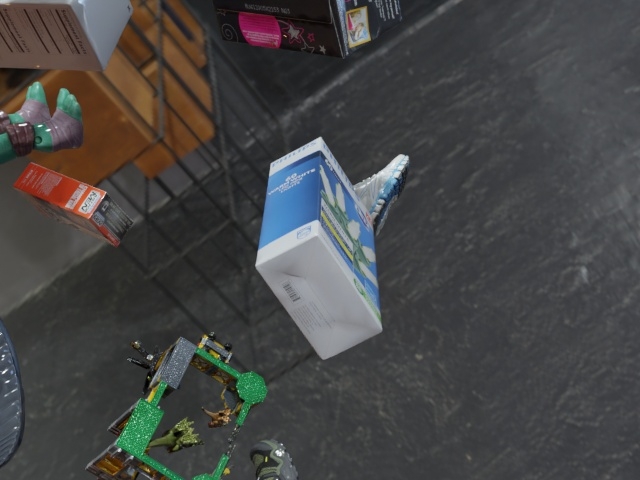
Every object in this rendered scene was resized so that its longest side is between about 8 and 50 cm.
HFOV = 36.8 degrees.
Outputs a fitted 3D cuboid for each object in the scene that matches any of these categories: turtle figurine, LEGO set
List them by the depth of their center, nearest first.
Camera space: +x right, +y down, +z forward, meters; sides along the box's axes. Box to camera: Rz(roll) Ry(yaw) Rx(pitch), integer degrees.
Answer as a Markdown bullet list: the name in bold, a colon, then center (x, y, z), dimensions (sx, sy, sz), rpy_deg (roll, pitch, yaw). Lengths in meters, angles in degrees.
- **turtle figurine**: center (-0.347, -0.092, 0.880), dimensions (0.234, 0.118, 0.175), rpy_deg (-19, 42, -36)
- **LEGO set**: center (-0.262, 0.343, 1.724), dimensions (0.192, 0.255, 0.331), rpy_deg (-41, 27, 49)

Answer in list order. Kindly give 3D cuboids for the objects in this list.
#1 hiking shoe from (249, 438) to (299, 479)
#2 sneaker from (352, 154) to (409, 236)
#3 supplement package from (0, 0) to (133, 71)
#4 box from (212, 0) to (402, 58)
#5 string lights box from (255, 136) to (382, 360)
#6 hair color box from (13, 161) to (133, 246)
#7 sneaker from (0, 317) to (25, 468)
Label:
- **hiking shoe**: center (-0.084, 0.394, 1.486), dimensions (0.114, 0.086, 0.227), rpy_deg (-19, 30, -15)
- **sneaker**: center (0.096, -0.093, 1.694), dimensions (0.083, 0.071, 0.190), rpy_deg (19, 49, 18)
- **supplement package**: center (-0.427, -0.348, 1.427), dimensions (0.244, 0.134, 0.139), rpy_deg (5, 56, 16)
- **box**: center (-0.029, -0.372, 1.363), dimensions (0.247, 0.163, 0.142), rpy_deg (17, 42, 38)
- **string lights box**: center (0.000, 0.000, 1.073), dimensions (0.077, 0.133, 0.259), rpy_deg (-28, 24, 15)
- **hair color box**: center (-0.384, -0.056, 1.493), dimensions (0.167, 0.093, 0.053), rpy_deg (19, 69, 28)
- **sneaker**: center (-0.368, 0.090, 0.963), dimensions (0.112, 0.131, 0.319), rpy_deg (-23, 72, -11)
